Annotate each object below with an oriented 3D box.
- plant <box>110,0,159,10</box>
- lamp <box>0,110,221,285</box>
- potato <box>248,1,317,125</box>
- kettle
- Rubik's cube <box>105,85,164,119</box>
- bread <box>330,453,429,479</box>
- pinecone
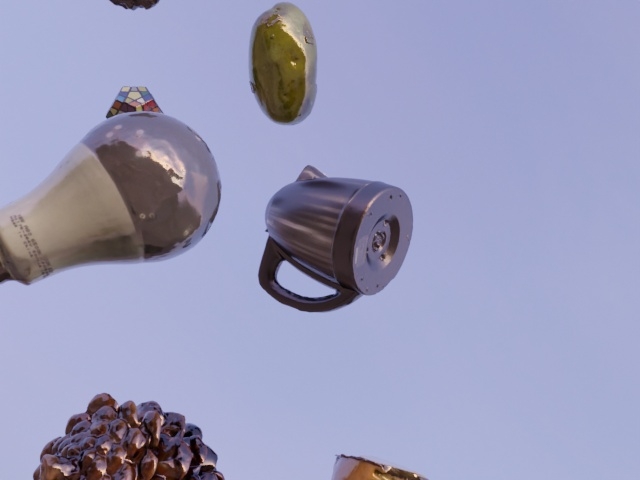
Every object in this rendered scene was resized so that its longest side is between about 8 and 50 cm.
[{"bbox_3d":[-0.290,-0.478,1.016,0.129,0.195,0.132,3,-26,9],"label":"plant"},{"bbox_3d":[-0.257,-0.046,0.714,0.181,0.313,0.182,19,-62,41],"label":"lamp"},{"bbox_3d":[-0.081,-0.374,1.350,0.148,0.186,0.253,-3,-80,-9],"label":"potato"},{"bbox_3d":[0.010,-0.012,1.207,0.271,0.207,0.251,19,-59,34],"label":"kettle"},{"bbox_3d":[-0.418,-0.283,1.424,0.133,0.112,0.133,-6,-11,-1],"label":"Rubik's cube"},{"bbox_3d":[0.115,0.591,1.492,0.204,0.163,0.262,28,-27,-1],"label":"bread"},{"bbox_3d":[-0.222,0.317,0.764,0.224,0.224,0.272,-15,-46,29],"label":"pinecone"}]
